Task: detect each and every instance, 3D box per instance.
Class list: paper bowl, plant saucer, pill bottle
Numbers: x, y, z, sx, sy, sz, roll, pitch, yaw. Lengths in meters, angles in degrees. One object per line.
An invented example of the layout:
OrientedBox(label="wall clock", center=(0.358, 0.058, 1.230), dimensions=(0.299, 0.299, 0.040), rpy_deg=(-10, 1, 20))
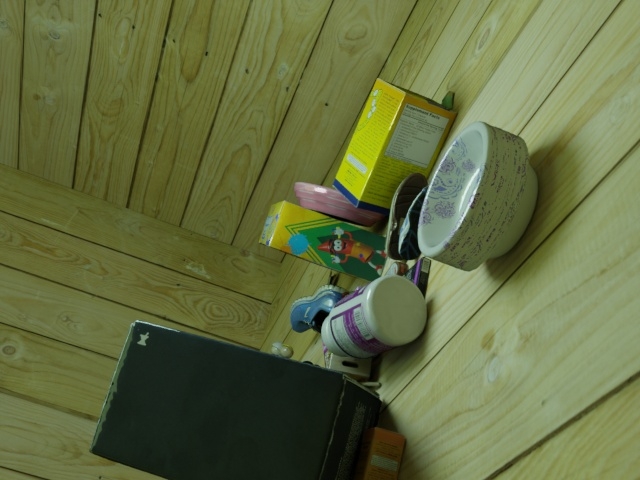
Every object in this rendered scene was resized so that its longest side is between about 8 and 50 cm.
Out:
OrientedBox(label="paper bowl", center=(0.316, -0.078, 1.347), dimensions=(0.284, 0.148, 0.284), rpy_deg=(-159, 90, -81))
OrientedBox(label="plant saucer", center=(0.062, -0.116, 2.343), dimensions=(0.332, 0.332, 0.084), rpy_deg=(-163, 89, -81))
OrientedBox(label="pill bottle", center=(0.121, 0.204, 1.717), dimensions=(0.301, 0.169, 0.169), rpy_deg=(-37, 33, 58))

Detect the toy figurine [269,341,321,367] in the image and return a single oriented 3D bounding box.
OrientedBox(label="toy figurine", center=(-0.106, 0.466, 2.482), dimensions=(0.148, 0.213, 0.209), rpy_deg=(-56, 8, -17))

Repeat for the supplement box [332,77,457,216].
OrientedBox(label="supplement box", center=(0.215, -0.269, 2.051), dimensions=(0.356, 0.194, 0.195), rpy_deg=(-67, 30, 17))

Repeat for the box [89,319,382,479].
OrientedBox(label="box", center=(-0.153, 0.404, 1.538), dimensions=(0.472, 0.480, 0.297), rpy_deg=(55, -132, -66))

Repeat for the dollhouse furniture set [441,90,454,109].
OrientedBox(label="dollhouse furniture set", center=(0.350, -0.398, 2.111), dimensions=(0.151, 0.058, 0.076), rpy_deg=(123, 164, -55))

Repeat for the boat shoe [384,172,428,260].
OrientedBox(label="boat shoe", center=(0.237, -0.070, 1.977), dimensions=(0.095, 0.095, 0.257), rpy_deg=(176, 113, -86))

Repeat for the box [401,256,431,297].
OrientedBox(label="box", center=(0.232, 0.126, 1.780), dimensions=(0.162, 0.029, 0.116), rpy_deg=(128, 161, -59))

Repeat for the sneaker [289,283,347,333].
OrientedBox(label="sneaker", center=(-0.022, 0.283, 2.550), dimensions=(0.330, 0.130, 0.147), rpy_deg=(-41, 34, 51))

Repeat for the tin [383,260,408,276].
OrientedBox(label="tin", center=(0.195, 0.139, 1.955), dimensions=(0.106, 0.040, 0.189), rpy_deg=(-87, 19, -48))

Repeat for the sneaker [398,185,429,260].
OrientedBox(label="sneaker", center=(0.257, -0.054, 1.853), dimensions=(0.081, 0.080, 0.211), rpy_deg=(-107, 40, -70))

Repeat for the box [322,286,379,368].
OrientedBox(label="box", center=(0.088, 0.298, 2.012), dimensions=(0.293, 0.057, 0.201), rpy_deg=(121, 151, -47))

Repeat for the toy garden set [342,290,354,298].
OrientedBox(label="toy garden set", center=(0.083, 0.287, 2.259), dimensions=(0.204, 0.049, 0.244), rpy_deg=(-138, 68, -78))

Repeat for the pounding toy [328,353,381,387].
OrientedBox(label="pounding toy", center=(0.089, 0.365, 1.852), dimensions=(0.130, 0.141, 0.100), rpy_deg=(98, -177, -50))

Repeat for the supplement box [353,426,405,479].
OrientedBox(label="supplement box", center=(0.113, 0.526, 1.470), dimensions=(0.078, 0.080, 0.233), rpy_deg=(126, 160, -65))

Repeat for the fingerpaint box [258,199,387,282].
OrientedBox(label="fingerpaint box", center=(0.000, 0.000, 2.336), dimensions=(0.445, 0.371, 0.163), rpy_deg=(-174, 104, -81))

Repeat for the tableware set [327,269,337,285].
OrientedBox(label="tableware set", center=(0.041, 0.196, 2.722), dimensions=(0.194, 0.039, 0.128), rpy_deg=(-74, -4, -58))
